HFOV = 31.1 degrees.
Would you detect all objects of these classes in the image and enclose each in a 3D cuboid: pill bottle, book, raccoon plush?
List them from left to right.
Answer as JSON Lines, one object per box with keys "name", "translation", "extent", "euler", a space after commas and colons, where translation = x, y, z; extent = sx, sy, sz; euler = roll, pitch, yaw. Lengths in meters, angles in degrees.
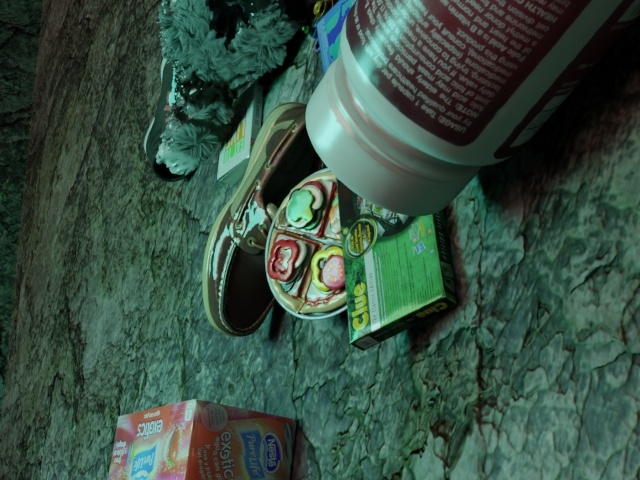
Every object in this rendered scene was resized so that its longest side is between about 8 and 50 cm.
{"name": "raccoon plush", "translation": [-0.192, -0.371, 1.908], "extent": [0.446, 0.216, 0.299], "euler": [-49, 28, 30]}
{"name": "book", "translation": [-0.128, -0.176, 1.897], "extent": [0.096, 0.035, 0.144], "euler": [-35, 45, 48]}
{"name": "pill bottle", "translation": [0.158, -0.216, 1.104], "extent": [0.392, 0.224, 0.224], "euler": [-52, 34, 39]}

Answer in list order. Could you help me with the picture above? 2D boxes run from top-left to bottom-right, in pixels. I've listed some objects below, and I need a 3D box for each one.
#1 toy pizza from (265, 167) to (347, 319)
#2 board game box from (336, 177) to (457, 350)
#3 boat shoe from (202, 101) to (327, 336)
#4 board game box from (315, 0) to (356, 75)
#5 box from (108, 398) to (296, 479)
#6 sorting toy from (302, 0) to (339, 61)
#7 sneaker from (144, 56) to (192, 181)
{"name": "toy pizza", "translation": [0.000, 0.000, 1.450], "extent": [0.201, 0.032, 0.201], "euler": [-15, 65, 37]}
{"name": "board game box", "translation": [0.082, -0.012, 1.327], "extent": [0.136, 0.030, 0.260], "euler": [-27, 48, 30]}
{"name": "boat shoe", "translation": [-0.064, -0.024, 1.580], "extent": [0.342, 0.123, 0.123], "euler": [-68, 24, 1]}
{"name": "board game box", "translation": [0.073, -0.256, 1.469], "extent": [0.210, 0.047, 0.160], "euler": [-34, 60, 55]}
{"name": "box", "translation": [-0.170, 0.310, 1.571], "extent": [0.300, 0.154, 0.142], "euler": [-22, 57, 58]}
{"name": "sorting toy", "translation": [0.002, -0.310, 1.686], "extent": [0.061, 0.042, 0.102], "euler": [-15, 63, 61]}
{"name": "sneaker", "translation": [-0.243, -0.236, 2.089], "extent": [0.147, 0.104, 0.296], "euler": [-114, 40, -51]}
